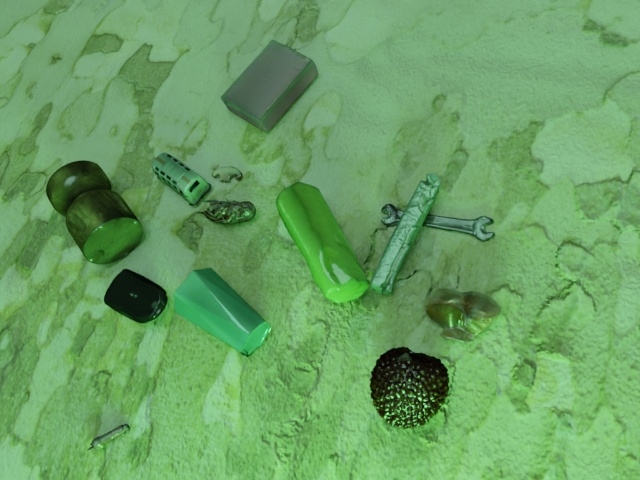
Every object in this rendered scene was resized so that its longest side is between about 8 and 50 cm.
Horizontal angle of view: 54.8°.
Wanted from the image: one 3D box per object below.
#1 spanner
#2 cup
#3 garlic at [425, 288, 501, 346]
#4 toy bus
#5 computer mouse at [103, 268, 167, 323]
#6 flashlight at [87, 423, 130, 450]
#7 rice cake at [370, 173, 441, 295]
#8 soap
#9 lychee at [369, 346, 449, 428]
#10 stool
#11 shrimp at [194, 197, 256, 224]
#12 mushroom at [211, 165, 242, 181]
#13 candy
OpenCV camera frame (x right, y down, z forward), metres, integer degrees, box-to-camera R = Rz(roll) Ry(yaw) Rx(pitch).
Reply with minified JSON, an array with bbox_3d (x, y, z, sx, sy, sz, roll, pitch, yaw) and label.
[{"bbox_3d":[0.302,-0.047,1.609,0.302,0.017,0.071,8,73,17],"label":"spanner"},{"bbox_3d":[-0.251,0.190,1.579,0.236,0.134,0.148,36,82,24],"label":"cup"},{"bbox_3d":[0.332,0.168,1.461,0.174,0.099,0.124,16,56,21],"label":"garlic"},{"bbox_3d":[-0.419,-0.190,1.818,0.194,0.089,0.087,36,79,27],"label":"toy bus"},{"bbox_3d":[-0.496,0.158,1.688,0.217,0.073,0.122,22,71,29],"label":"computer mouse"},{"bbox_3d":[-0.535,0.501,1.566,0.110,0.052,0.031,-27,98,-5],"label":"flashlight"},{"bbox_3d":[0.220,-0.021,1.575,0.063,0.066,0.336,24,80,11],"label":"rice cake"},{"bbox_3d":[-0.155,-0.470,1.882,0.181,0.081,0.259,32,78,26],"label":"soap"},{"bbox_3d":[0.197,0.330,1.379,0.188,0.188,0.188,-6,65,12],"label":"lychee"},{"bbox_3d":[-0.651,-0.081,1.778,0.179,0.179,0.264,-39,63,-5],"label":"stool"},{"bbox_3d":[-0.271,-0.081,1.745,0.190,0.075,0.073,0,98,25],"label":"shrimp"},{"bbox_3d":[-0.275,-0.195,1.823,0.101,0.019,0.049,8,68,20],"label":"mushroom"},{"bbox_3d":[0.000,0.000,1.597,0.132,0.142,0.343,-24,62,-12],"label":"candy"}]
